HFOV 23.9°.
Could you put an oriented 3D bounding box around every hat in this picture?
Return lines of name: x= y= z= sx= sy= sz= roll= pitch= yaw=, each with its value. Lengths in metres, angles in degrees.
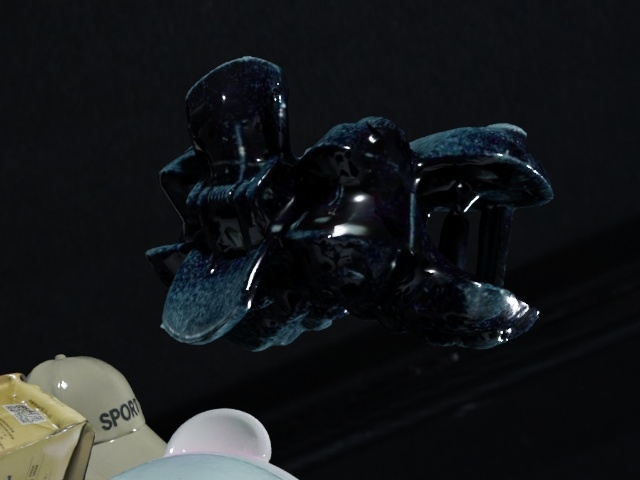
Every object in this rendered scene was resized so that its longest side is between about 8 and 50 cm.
hat: x=-0.189 y=0.173 z=1.438 sx=0.175 sy=0.147 sz=0.085 roll=28 pitch=-60 yaw=26

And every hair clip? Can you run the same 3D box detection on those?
hair clip: x=-0.002 y=-0.002 z=1.048 sx=0.206 sy=0.194 sz=0.310 roll=21 pitch=-19 yaw=-38

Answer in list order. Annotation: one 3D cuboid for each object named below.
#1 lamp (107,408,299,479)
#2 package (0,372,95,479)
lamp: x=-0.085 y=0.202 z=0.748 sx=0.246 sy=0.179 sz=0.108 roll=-46 pitch=-38 yaw=-13
package: x=-0.137 y=0.094 z=0.494 sx=0.131 sy=0.047 sz=0.071 roll=-17 pitch=-48 yaw=-51
